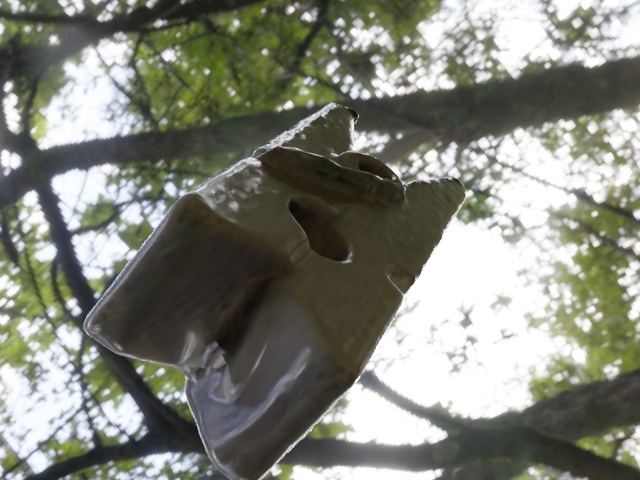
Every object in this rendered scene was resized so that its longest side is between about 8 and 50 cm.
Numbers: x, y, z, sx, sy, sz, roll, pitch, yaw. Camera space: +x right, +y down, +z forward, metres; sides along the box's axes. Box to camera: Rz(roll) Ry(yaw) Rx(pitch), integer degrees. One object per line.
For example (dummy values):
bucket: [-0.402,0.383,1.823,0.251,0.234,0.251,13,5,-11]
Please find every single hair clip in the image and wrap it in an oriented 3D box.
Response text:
hair clip: [-0.003,0.003,0.508,0.101,0.085,0.331,45,-161,-1]
